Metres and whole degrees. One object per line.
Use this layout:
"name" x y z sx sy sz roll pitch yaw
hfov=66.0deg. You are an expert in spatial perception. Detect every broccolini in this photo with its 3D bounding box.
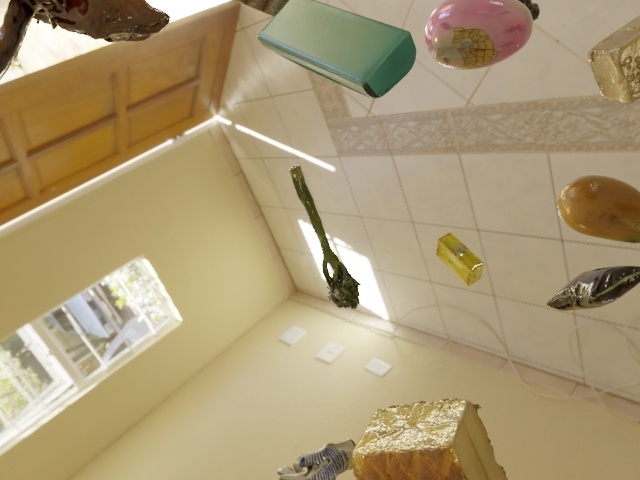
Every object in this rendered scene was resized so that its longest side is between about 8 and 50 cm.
"broccolini" -0.001 0.003 0.800 0.071 0.057 0.254 -22 103 16

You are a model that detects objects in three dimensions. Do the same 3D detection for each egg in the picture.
"egg" 0.407 -0.550 1.288 0.271 0.196 0.196 -6 118 39

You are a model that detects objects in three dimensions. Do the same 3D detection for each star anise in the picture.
"star anise" -0.208 -0.143 0.345 0.158 0.140 0.144 26 102 22

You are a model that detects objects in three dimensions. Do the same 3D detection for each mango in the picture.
"mango" 0.674 -0.074 1.158 0.221 0.151 0.120 15 159 11

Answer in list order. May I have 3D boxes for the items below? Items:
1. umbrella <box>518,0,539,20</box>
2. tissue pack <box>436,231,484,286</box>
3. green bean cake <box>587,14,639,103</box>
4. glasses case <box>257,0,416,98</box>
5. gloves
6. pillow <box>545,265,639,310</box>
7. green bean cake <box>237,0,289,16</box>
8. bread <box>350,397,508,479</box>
"umbrella" 0.533 -0.745 1.503 0.128 0.337 0.154 -24 79 54
"tissue pack" 0.484 0.065 1.726 0.176 0.062 0.095 50 163 35
"green bean cake" 0.583 -0.337 0.874 0.109 0.179 0.085 55 -174 -24
"glasses case" 0.020 -0.340 0.867 0.301 0.117 0.070 40 176 36
"gloves" -0.002 0.566 1.238 0.097 0.229 0.119 38 126 55
"pillow" 0.402 0.070 0.726 0.048 0.090 0.150 48 174 9
"green bean cake" -0.143 -0.609 1.083 0.199 0.232 0.097 19 140 -21
"bread" 0.253 0.541 1.150 0.279 0.207 0.278 -17 102 33
